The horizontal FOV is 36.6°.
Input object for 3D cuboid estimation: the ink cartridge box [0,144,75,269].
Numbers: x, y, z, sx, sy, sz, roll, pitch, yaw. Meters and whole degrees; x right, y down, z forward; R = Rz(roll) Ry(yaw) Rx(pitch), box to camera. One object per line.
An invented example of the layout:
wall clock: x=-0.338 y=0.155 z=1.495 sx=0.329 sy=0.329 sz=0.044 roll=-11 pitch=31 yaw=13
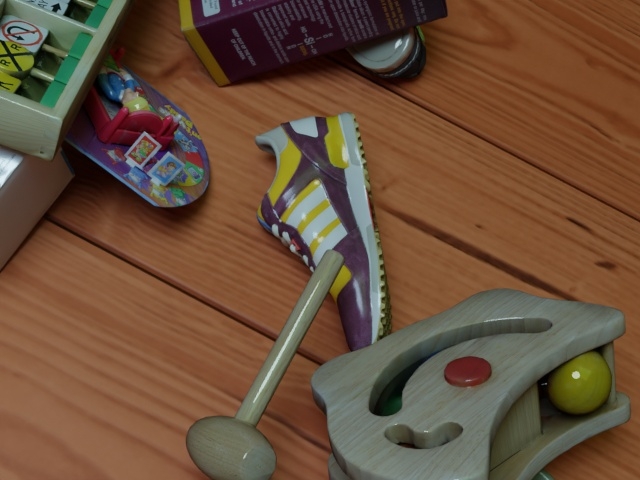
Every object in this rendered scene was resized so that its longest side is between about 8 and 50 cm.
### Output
ink cartridge box: x=-0.247 y=-0.061 z=0.616 sx=0.143 sy=0.092 sz=0.089 roll=32 pitch=76 yaw=5

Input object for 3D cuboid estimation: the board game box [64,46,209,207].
board game box: x=-0.134 y=-0.099 z=0.661 sx=0.169 sy=0.033 sz=0.133 roll=38 pitch=28 yaw=-18

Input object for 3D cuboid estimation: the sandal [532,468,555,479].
sandal: x=0.045 y=0.224 z=0.549 sx=0.120 sy=0.086 sz=0.303 roll=41 pitch=59 yaw=10

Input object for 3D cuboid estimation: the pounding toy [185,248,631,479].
pounding toy: x=0.069 y=0.088 z=0.560 sx=0.270 sy=0.154 sz=0.154 roll=-22 pitch=25 yaw=-25

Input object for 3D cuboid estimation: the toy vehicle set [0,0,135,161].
toy vehicle set: x=-0.208 y=-0.173 z=0.626 sx=0.166 sy=0.035 sz=0.266 roll=20 pitch=43 yaw=-10

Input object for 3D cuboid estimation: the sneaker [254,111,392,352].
sneaker: x=0.000 y=0.000 z=0.683 sx=0.084 sy=0.069 sz=0.185 roll=-10 pitch=66 yaw=4

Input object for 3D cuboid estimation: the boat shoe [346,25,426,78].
boat shoe: x=0.023 y=-0.214 z=0.818 sx=0.065 sy=0.075 sz=0.206 roll=17 pitch=38 yaw=-58

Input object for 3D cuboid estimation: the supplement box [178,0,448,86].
supplement box: x=-0.010 y=-0.203 z=0.732 sx=0.188 sy=0.081 sz=0.104 roll=-15 pitch=63 yaw=10
